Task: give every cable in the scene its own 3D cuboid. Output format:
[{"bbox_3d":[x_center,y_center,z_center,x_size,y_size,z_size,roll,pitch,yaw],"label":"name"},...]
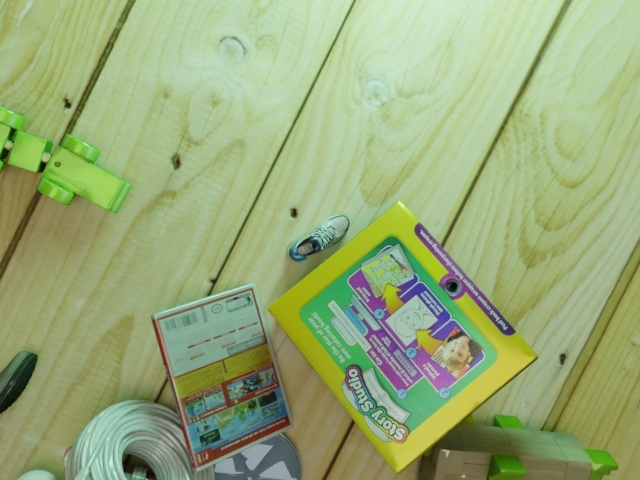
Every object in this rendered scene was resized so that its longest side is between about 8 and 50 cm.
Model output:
[{"bbox_3d":[-0.307,0.404,1.147,0.257,0.257,0.089,34,119,-23],"label":"cable"}]

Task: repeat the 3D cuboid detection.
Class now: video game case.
[{"bbox_3d":[-0.173,0.241,1.207,0.204,0.025,0.285,-16,92,-32],"label":"video game case"}]

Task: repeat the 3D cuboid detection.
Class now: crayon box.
[{"bbox_3d":[0.140,0.168,1.189,0.313,0.106,0.363,-39,76,0],"label":"crayon box"}]

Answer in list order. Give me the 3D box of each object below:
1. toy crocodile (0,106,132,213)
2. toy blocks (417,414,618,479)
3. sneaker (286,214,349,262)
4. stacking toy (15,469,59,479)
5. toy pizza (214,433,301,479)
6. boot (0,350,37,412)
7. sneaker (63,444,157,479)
[{"bbox_3d":[-0.500,-0.151,1.170,0.340,0.105,0.115,25,91,-11],"label":"toy crocodile"},{"bbox_3d":[0.334,0.496,1.266,0.381,0.191,0.261,6,105,-5],"label":"toy blocks"},{"bbox_3d":[0.000,0.000,1.240,0.135,0.058,0.052,-35,97,-2],"label":"sneaker"},{"bbox_3d":[-0.489,0.652,1.158,0.350,0.350,0.480,-3,78,-5],"label":"stacking toy"},{"bbox_3d":[-0.136,0.447,1.274,0.201,0.032,0.201,-1,94,-7],"label":"toy pizza"},{"bbox_3d":[-0.642,0.269,1.194,0.161,0.083,0.247,37,89,-1],"label":"boot"},{"bbox_3d":[-0.361,0.454,1.227,0.111,0.103,0.252,-44,103,-5],"label":"sneaker"}]
